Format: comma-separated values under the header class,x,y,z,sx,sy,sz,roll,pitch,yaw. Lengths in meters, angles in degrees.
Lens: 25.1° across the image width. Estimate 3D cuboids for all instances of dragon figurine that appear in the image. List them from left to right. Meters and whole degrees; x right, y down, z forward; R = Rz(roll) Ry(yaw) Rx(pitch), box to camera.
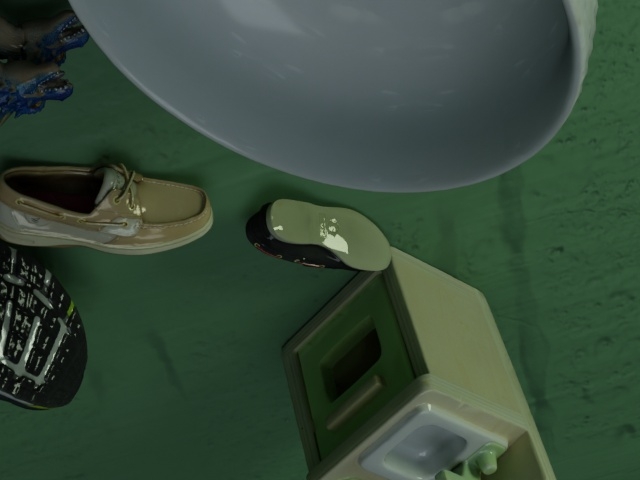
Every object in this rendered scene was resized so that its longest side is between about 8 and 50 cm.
class,x,y,z,sx,sy,sz,roll,pitch,yaw
dragon figurine,-0.297,-0.138,0.925,0.289,0.085,0.144,-6,127,-7

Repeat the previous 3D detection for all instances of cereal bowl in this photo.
class,x,y,z,sx,sy,sz,roll,pitch,yaw
cereal bowl,0.012,-0.186,0.892,0.339,0.141,0.339,15,149,10

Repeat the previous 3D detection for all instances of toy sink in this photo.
class,x,y,z,sx,sy,sz,roll,pitch,yaw
toy sink,0.073,0.148,1.200,0.131,0.234,0.153,26,122,-33

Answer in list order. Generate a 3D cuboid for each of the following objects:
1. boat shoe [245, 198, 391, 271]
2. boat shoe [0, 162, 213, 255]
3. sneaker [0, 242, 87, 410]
class,x,y,z,sx,sy,sz,roll,pitch,yaw
boat shoe,0.000,-0.002,1.176,0.133,0.049,0.042,15,155,-35
boat shoe,-0.164,-0.029,1.090,0.170,0.063,0.059,-2,139,-12
sneaker,-0.312,0.041,1.089,0.300,0.111,0.121,34,148,-24
